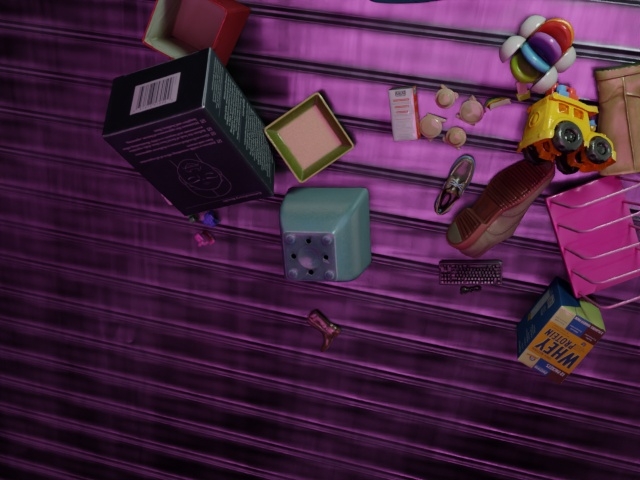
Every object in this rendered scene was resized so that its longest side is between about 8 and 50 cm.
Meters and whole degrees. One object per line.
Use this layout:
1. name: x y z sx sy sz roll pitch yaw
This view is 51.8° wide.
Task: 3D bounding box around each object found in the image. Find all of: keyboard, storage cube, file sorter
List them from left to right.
1. storage cube: -0.326 -0.579 1.766 0.184 0.193 0.215 31 114 1
2. keyboard: 0.439 0.110 1.934 0.180 0.023 0.108 0 111 15
3. file sorter: 0.738 0.001 1.685 0.202 0.182 0.290 -20 100 2

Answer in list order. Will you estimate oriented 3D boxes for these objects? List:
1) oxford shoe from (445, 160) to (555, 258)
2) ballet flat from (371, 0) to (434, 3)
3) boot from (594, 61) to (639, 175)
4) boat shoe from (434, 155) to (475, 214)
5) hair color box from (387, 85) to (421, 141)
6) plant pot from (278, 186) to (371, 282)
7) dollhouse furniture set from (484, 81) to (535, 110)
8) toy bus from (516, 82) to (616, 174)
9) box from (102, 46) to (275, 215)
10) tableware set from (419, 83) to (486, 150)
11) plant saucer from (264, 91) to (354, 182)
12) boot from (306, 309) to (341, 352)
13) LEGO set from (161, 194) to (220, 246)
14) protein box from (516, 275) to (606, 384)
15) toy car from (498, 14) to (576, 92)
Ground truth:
1. oxford shoe: 0.508 -0.088 1.810 0.348 0.123 0.130 -41 128 19
2. ballet flat: 0.308 -0.661 1.624 0.409 0.147 0.147 3 112 10
3. boot: 0.808 -0.308 1.644 0.236 0.089 0.269 -3 110 29
4. boat shoe: 0.373 -0.145 1.825 0.066 0.066 0.183 24 115 4
5. hair color box: 0.229 -0.344 1.793 0.072 0.043 0.141 0 112 23
6. plant pot: 0.000 0.000 1.877 0.248 0.252 0.247 1 110 13
7. dollhouse furniture set: 0.490 -0.389 1.697 0.152 0.076 0.058 -17 108 9
8. toy bus: 0.625 -0.289 1.656 0.220 0.149 0.211 16 76 -15
9. box: -0.332 -0.274 1.772 0.294 0.212 0.395 -12 147 18
10. tableware set: 0.352 -0.329 1.782 0.141 0.020 0.168 32 120 7
11. plant saucer: -0.032 -0.290 1.866 0.188 0.045 0.188 -34 100 6
12. boot: -0.007 0.289 2.110 0.114 0.037 0.106 34 102 -4
13. LEGO set: -0.396 -0.083 2.032 0.087 0.093 0.227 -35 99 23
14. protein box: 0.659 0.246 1.832 0.136 0.200 0.201 31 115 2
15. toy car: 0.540 -0.463 1.596 0.159 0.136 0.182 45 77 -1
